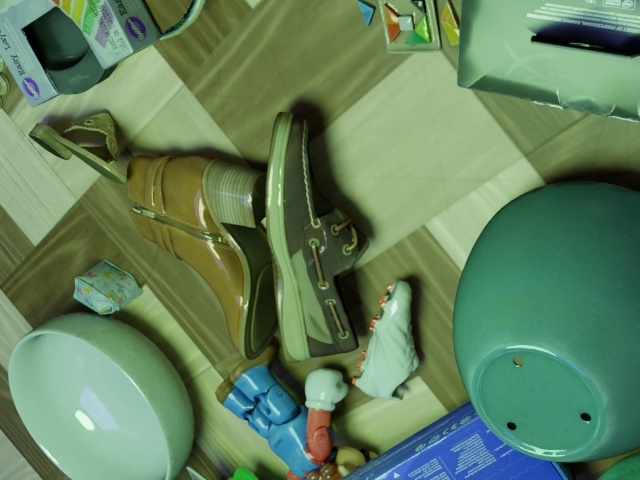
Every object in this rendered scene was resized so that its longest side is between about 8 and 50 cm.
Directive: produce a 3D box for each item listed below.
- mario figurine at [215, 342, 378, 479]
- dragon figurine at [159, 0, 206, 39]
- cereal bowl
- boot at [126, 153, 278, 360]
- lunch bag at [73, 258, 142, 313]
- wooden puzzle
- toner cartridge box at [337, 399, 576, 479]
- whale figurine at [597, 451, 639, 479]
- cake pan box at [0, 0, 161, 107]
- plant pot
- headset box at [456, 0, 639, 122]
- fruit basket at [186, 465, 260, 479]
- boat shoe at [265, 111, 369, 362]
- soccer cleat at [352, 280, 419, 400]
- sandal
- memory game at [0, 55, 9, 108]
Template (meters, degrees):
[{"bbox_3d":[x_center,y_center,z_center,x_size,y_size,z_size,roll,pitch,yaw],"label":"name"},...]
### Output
[{"bbox_3d":[0.002,0.291,1.419,0.320,0.170,0.198,48,174,13],"label":"mario figurine"},{"bbox_3d":[-0.138,-0.373,1.101,0.144,0.085,0.289,43,132,5],"label":"dragon figurine"},{"bbox_3d":[-0.335,0.255,1.588,0.339,0.141,0.339,18,126,26],"label":"cereal bowl"},{"bbox_3d":[-0.166,0.018,1.343,0.220,0.109,0.283,10,120,28],"label":"boot"},{"bbox_3d":[-0.331,0.079,1.523,0.083,0.071,0.053,26,128,19],"label":"lunch bag"},{"bbox_3d":[0.097,-0.240,1.069,0.116,0.014,0.078,-1,116,36],"label":"wooden puzzle"},{"bbox_3d":[0.138,0.340,1.247,0.348,0.075,0.165,-33,97,12],"label":"toner cartridge box"},{"bbox_3d":[0.437,0.338,1.134,0.272,0.141,0.216,24,133,-11],"label":"whale figurine"},{"bbox_3d":[-0.360,-0.327,1.298,0.246,0.070,0.267,-14,109,42],"label":"cake pan box"},{"bbox_3d":[0.253,0.110,0.994,0.290,0.195,0.290,16,125,25],"label":"plant pot"},{"bbox_3d":[0.257,-0.193,0.797,0.218,0.293,0.110,16,125,27],"label":"headset box"},{"bbox_3d":[-0.075,0.541,1.561,0.327,0.165,0.353,29,140,31],"label":"fruit basket"},{"bbox_3d":[0.000,0.000,1.235,0.123,0.123,0.342,-3,113,3],"label":"boat shoe"},{"bbox_3d":[0.098,0.131,1.269,0.076,0.068,0.196,19,129,6],"label":"soccer cleat"},{"bbox_3d":[-0.330,-0.150,1.383,0.240,0.079,0.088,21,164,46],"label":"sandal"},{"bbox_3d":[-0.546,-0.278,1.493,0.186,0.012,0.186,17,125,26],"label":"memory game"}]
